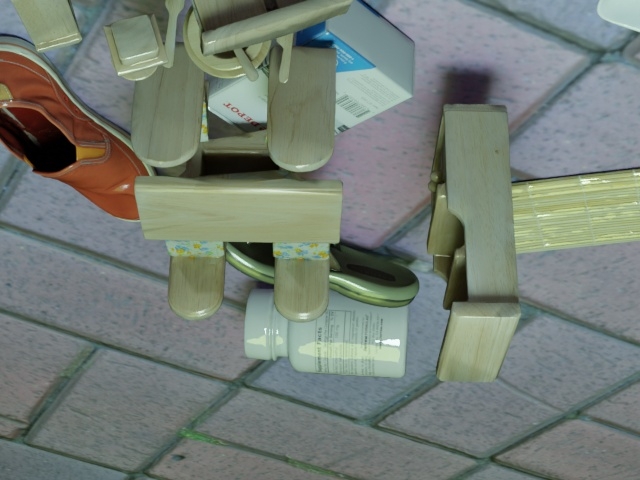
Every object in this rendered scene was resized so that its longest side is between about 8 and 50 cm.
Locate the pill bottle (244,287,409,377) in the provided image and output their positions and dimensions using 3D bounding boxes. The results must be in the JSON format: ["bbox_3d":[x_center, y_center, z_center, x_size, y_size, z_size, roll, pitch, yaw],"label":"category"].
[{"bbox_3d":[0.011,0.126,1.816,0.229,0.131,0.131,3,147,5],"label":"pill bottle"}]

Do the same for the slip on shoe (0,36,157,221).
[{"bbox_3d":[-0.309,-0.109,1.536,0.123,0.101,0.331,-11,145,23],"label":"slip on shoe"}]

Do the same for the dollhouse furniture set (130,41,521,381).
[{"bbox_3d":[0.000,0.000,1.361,0.394,0.256,0.362,1,151,-1],"label":"dollhouse furniture set"}]

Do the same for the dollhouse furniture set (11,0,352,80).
[{"bbox_3d":[-0.120,-0.310,1.166,0.355,0.303,0.174,-17,176,-7],"label":"dollhouse furniture set"}]

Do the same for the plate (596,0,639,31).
[{"bbox_3d":[0.415,-0.264,1.078,0.277,0.045,0.278,16,138,-6],"label":"plate"}]

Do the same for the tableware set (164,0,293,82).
[{"bbox_3d":[-0.085,-0.252,1.209,0.128,0.194,0.039,7,-172,2],"label":"tableware set"}]

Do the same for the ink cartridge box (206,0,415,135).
[{"bbox_3d":[-0.012,-0.182,1.384,0.190,0.082,0.139,-22,140,39],"label":"ink cartridge box"}]

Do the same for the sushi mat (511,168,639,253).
[{"bbox_3d":[0.338,-0.035,1.612,0.316,0.019,0.151,-6,146,19],"label":"sushi mat"}]

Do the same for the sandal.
[{"bbox_3d":[-0.006,0.007,1.677,0.303,0.120,0.086,14,119,-14],"label":"sandal"}]
